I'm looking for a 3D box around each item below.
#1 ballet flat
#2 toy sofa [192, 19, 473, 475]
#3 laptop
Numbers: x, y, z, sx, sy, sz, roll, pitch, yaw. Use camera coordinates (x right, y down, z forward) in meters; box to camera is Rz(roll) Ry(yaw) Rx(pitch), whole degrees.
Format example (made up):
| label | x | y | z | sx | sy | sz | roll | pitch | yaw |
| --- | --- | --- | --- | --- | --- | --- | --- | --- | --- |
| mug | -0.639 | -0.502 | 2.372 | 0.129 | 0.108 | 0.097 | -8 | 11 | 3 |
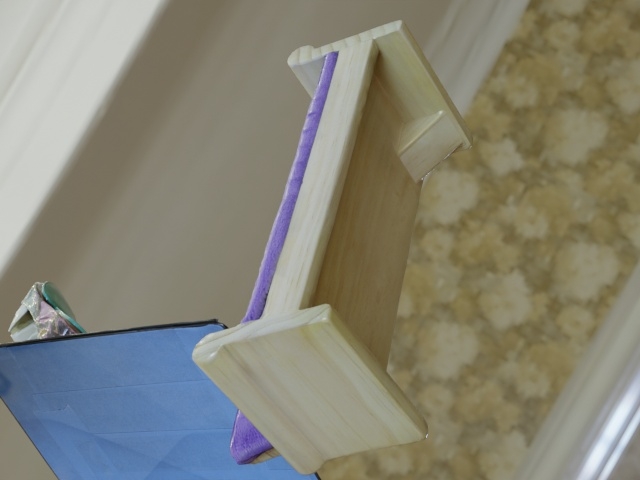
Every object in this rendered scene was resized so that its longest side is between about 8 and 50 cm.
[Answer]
| label | x | y | z | sx | sy | sz | roll | pitch | yaw |
| --- | --- | --- | --- | --- | --- | --- | --- | --- | --- |
| ballet flat | -0.325 | 0.106 | 1.642 | 0.079 | 0.221 | 0.077 | -41 | -67 | -7 |
| toy sofa | 0.000 | 0.000 | 1.134 | 0.150 | 0.177 | 0.363 | 53 | -145 | -34 |
| laptop | -0.181 | 0.318 | 1.345 | 0.236 | 0.382 | 0.408 | 27 | -117 | -43 |
